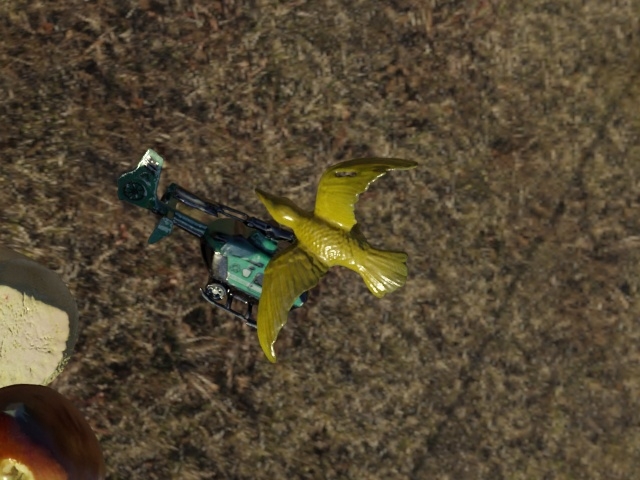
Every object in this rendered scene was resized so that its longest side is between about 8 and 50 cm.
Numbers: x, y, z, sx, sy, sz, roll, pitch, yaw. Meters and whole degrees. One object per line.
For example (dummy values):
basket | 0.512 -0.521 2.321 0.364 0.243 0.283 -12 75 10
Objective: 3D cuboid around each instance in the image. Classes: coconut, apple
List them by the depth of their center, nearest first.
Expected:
apple | -0.349 0.274 1.032 0.199 0.199 0.199 -5 97 -42
coconut | -0.526 0.130 1.388 0.239 0.244 0.239 -6 101 -34

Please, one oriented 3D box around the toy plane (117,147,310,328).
toy plane | -0.136 0.007 1.279 0.381 0.155 0.106 30 29 -20

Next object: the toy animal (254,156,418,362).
toy animal | 0.000 0.000 0.788 0.095 0.155 0.219 21 104 -42
